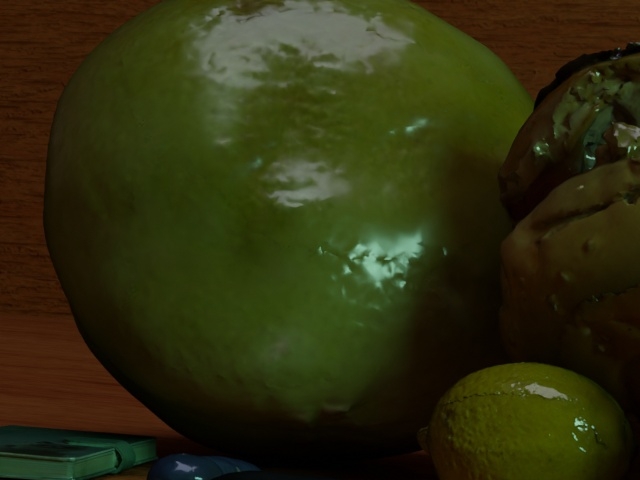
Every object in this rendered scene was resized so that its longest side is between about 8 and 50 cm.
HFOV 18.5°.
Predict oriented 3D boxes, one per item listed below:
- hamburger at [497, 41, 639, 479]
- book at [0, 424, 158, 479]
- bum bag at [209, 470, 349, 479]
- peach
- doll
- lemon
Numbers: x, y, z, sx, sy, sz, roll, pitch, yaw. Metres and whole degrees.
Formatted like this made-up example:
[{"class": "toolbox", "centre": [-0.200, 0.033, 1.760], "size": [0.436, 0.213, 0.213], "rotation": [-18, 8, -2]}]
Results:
[{"class": "hamburger", "centre": [0.204, 0.020, 1.006], "size": [0.244, 0.163, 0.244], "rotation": [15, -34, 10]}, {"class": "book", "centre": [-0.154, 0.117, 1.093], "size": [0.103, 0.017, 0.135], "rotation": [3, 0, 15]}, {"class": "bum bag", "centre": [-0.034, 0.086, 0.345], "size": [0.340, 0.095, 0.144], "rotation": [5, -15, -12]}, {"class": "peach", "centre": [-0.005, -0.006, 1.195], "size": [0.316, 0.314, 0.281], "rotation": [3, -33, 1]}, {"class": "doll", "centre": [-0.053, 0.118, 0.958], "size": [0.037, 0.027, 0.125], "rotation": [-3, -8, 13]}, {"class": "lemon", "centre": [0.097, 0.100, 0.959], "size": [0.111, 0.082, 0.082], "rotation": [0, -2, 21]}]
